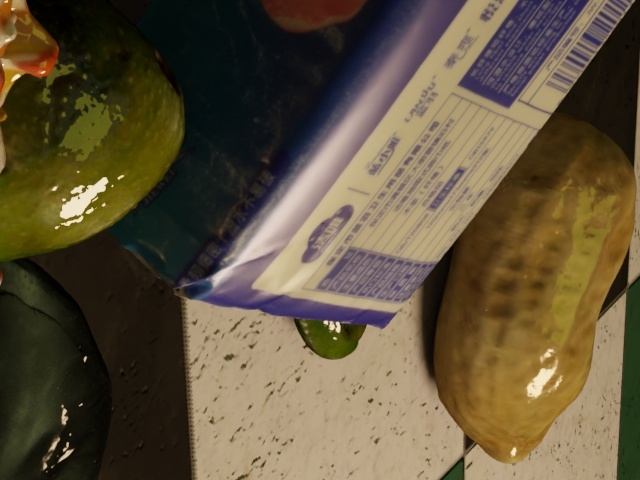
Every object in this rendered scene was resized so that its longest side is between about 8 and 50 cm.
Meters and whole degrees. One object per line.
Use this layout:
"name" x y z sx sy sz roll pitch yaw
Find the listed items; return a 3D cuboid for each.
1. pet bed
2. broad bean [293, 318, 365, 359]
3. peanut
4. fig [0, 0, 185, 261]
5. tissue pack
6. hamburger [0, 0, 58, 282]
"pet bed" -0.158 0.095 0.689 0.201 0.054 0.201 -27 123 -55
"broad bean" -0.002 0.008 0.948 0.195 0.046 0.061 76 25 -46
"peanut" 0.149 0.035 1.155 0.137 0.122 0.253 6 97 -70
"fig" -0.132 -0.035 0.633 0.156 0.123 0.123 -50 145 -10
"tissue pack" 0.025 -0.099 0.762 0.269 0.137 0.209 -55 150 15
"hamburger" -0.188 -0.059 0.476 0.227 0.151 0.295 -8 109 -54
